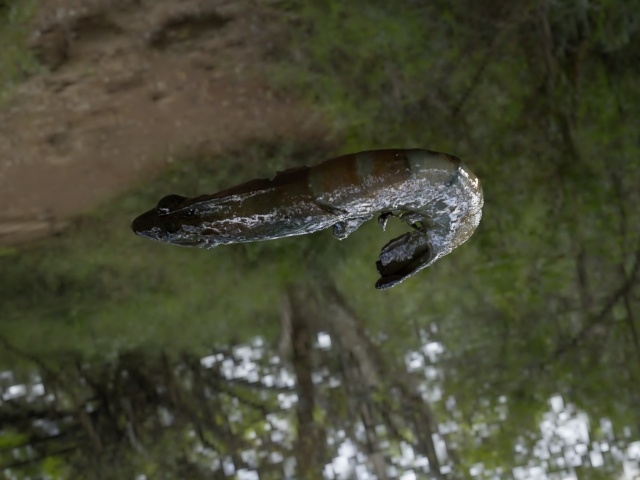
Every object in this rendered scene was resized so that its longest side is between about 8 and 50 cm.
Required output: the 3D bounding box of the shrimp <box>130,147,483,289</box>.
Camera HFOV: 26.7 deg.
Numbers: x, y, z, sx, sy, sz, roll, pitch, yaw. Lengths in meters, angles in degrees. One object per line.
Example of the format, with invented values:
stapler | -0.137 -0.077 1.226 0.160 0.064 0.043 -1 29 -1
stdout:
shrimp | 0.000 -0.003 0.779 0.195 0.035 0.148 -10 157 11
